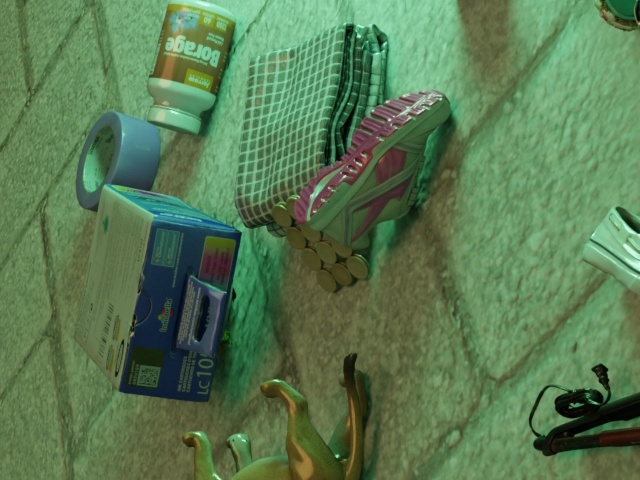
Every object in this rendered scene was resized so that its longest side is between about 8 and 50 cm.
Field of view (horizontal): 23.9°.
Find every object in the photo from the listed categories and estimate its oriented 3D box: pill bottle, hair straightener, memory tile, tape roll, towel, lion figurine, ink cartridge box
[{"bbox_3d":[-0.225,-0.295,2.573,0.121,0.121,0.216,9,85,60],"label":"pill bottle"},{"bbox_3d":[0.295,0.176,1.578,0.230,0.047,0.089,-26,54,57],"label":"hair straightener"},{"bbox_3d":[0.000,0.000,2.071,0.012,0.148,0.113,-40,8,-37],"label":"memory tile"},{"bbox_3d":[-0.374,-0.139,2.784,0.189,0.080,0.189,-32,50,48],"label":"tape roll"},{"bbox_3d":[-0.015,-0.162,2.164,0.235,0.121,0.283,-20,59,53],"label":"towel"},{"bbox_3d":[-0.057,0.329,1.983,0.392,0.142,0.240,-40,51,37],"label":"lion figurine"},{"bbox_3d":[-0.247,0.081,2.300,0.395,0.151,0.269,-153,73,-69],"label":"ink cartridge box"}]

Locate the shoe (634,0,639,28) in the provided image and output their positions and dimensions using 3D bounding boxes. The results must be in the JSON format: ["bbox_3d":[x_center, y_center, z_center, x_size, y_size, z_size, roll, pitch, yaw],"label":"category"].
[{"bbox_3d":[0.364,-0.201,1.598,0.063,0.081,0.178,13,87,60],"label":"shoe"}]

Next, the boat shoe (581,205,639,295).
[{"bbox_3d":[0.340,0.017,1.528,0.226,0.083,0.075,33,106,59],"label":"boat shoe"}]

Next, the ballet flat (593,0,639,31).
[{"bbox_3d":[0.339,-0.318,1.718,0.077,0.091,0.241,97,175,-58],"label":"ballet flat"}]

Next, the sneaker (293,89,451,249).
[{"bbox_3d":[0.085,-0.091,1.992,0.252,0.111,0.103,-45,25,4],"label":"sneaker"}]

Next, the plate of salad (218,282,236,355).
[{"bbox_3d":[-0.164,0.096,2.357,0.200,0.048,0.199,-170,90,-69],"label":"plate of salad"}]
